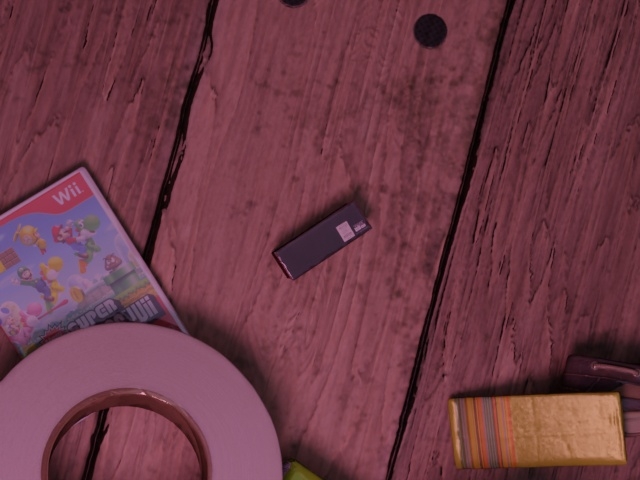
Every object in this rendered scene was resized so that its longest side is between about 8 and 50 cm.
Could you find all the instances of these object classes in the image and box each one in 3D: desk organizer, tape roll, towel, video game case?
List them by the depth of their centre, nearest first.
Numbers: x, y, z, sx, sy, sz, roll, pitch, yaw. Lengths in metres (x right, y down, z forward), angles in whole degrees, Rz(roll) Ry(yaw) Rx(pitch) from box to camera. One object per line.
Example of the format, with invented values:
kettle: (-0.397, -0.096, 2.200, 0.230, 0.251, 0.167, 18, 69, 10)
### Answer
tape roll: (-0.242, 0.291, 1.603, 0.392, 0.072, 0.392, 5, 68, -12)
video game case: (-0.323, 0.075, 1.705, 0.204, 0.025, 0.285, -32, 94, -9)
desk organizer: (0.000, 0.000, 1.750, 0.130, 0.050, 0.047, -33, 95, -9)
towel: (0.293, 0.258, 1.757, 0.237, 0.021, 0.102, -5, 94, 21)

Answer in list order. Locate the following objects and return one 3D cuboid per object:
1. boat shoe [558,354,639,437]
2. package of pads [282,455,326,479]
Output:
boat shoe: (0.504, 0.199, 1.798, 0.355, 0.132, 0.130, -2, 90, -11)
package of pads: (0.010, 0.460, 1.722, 0.296, 0.101, 0.229, 36, 82, -7)
